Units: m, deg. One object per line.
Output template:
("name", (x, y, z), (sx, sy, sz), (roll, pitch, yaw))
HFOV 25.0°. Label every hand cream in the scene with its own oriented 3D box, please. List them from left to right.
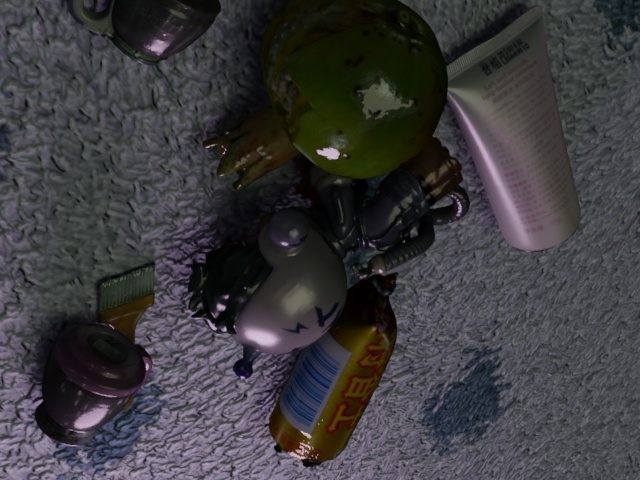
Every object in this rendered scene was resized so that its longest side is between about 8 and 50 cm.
("hand cream", (0.276, -0.142, 2.039), (0.185, 0.118, 0.358), (-34, 129, -14))

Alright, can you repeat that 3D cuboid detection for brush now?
("brush", (-0.247, 0.130, 1.826), (0.082, 0.010, 0.218), (-18, 130, -33))

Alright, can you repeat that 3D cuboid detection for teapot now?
("teapot", (-0.285, 0.175, 1.770), (0.146, 0.116, 0.148), (-58, -179, 27))
("teapot", (-0.189, -0.244, 1.537), (0.149, 0.111, 0.108), (8, 127, -50))

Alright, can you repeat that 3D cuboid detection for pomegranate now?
("pomegranate", (0.006, -0.163, 1.702), (0.302, 0.236, 0.236), (-39, 144, 23))

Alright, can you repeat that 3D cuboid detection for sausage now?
("sausage", (0.038, 0.160, 1.982), (0.317, 0.117, 0.125), (-63, 170, 31))

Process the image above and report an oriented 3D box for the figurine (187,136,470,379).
("figurine", (-0.002, -0.002, 1.816), (0.382, 0.186, 0.261), (-41, 152, -4))
